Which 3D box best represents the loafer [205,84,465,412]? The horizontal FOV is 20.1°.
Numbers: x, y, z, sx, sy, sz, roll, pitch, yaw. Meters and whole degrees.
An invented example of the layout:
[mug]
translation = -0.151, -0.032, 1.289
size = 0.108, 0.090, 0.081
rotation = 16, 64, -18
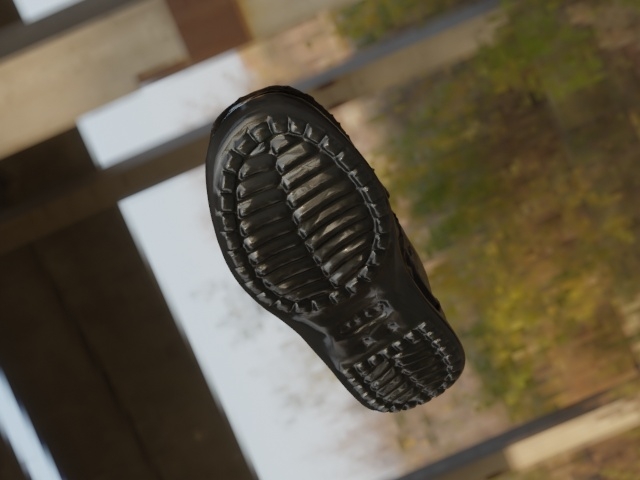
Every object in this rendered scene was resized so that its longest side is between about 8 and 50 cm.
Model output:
[loafer]
translation = 0.000, 0.000, 0.880
size = 0.078, 0.080, 0.220
rotation = -112, -5, -45
